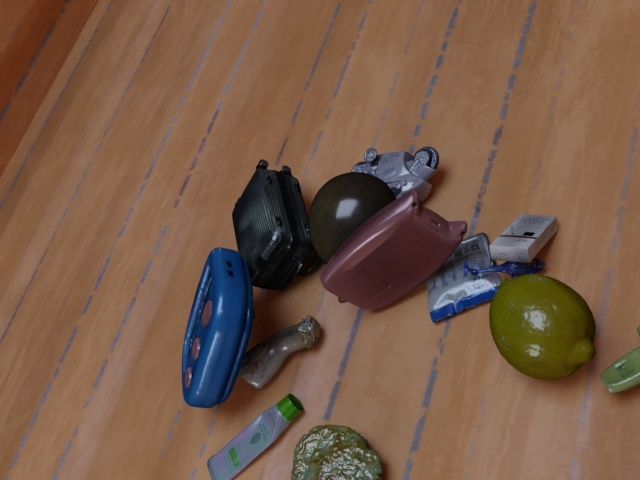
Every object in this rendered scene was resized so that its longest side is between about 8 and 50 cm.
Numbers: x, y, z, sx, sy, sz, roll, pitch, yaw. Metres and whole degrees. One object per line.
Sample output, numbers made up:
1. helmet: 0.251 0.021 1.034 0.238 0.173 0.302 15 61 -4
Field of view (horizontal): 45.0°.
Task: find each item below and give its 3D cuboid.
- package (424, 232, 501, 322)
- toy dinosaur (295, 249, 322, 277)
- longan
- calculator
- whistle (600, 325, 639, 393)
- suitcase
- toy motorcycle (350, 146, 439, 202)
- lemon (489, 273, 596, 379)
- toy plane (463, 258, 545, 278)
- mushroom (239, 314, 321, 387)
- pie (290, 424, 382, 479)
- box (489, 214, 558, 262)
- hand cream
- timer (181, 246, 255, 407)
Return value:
1. package: 0.301 0.079 1.681 0.171 0.027 0.173 -23 51 18
2. toy dinosaur: 0.000 0.000 1.964 0.187 0.087 0.179 -82 15 -49
3. longan: 0.078 -0.043 1.773 0.215 0.246 0.246 28 75 -1
4. calculator: 0.149 0.043 1.658 0.329 0.220 0.048 -44 35 30
5. whistle: 0.615 0.175 1.326 0.288 0.106 0.131 -33 40 13
6. suitcase: -0.129 -0.037 1.961 0.202 0.128 0.312 -54 37 36
7. toy motorcycle: 0.173 -0.136 1.875 0.260 0.110 0.171 -8 69 38
8. lemon: 0.405 0.156 1.440 0.184 0.184 0.248 -45 40 2
9. toy plane: 0.382 0.055 1.603 0.167 0.062 0.054 -8 57 25
10. mushroom: -0.094 0.256 1.811 0.223 0.081 0.092 -36 23 7
11. pie: 0.037 0.494 1.543 0.201 0.090 0.248 -5 57 21
12. box: 0.420 -0.005 1.589 0.084 0.040 0.154 8 30 37
13. hand cream: -0.153 0.452 1.749 0.275 0.050 0.079 -43 17 10
14. timer: -0.244 0.203 1.816 0.309 0.115 0.340 -112 38 -61
